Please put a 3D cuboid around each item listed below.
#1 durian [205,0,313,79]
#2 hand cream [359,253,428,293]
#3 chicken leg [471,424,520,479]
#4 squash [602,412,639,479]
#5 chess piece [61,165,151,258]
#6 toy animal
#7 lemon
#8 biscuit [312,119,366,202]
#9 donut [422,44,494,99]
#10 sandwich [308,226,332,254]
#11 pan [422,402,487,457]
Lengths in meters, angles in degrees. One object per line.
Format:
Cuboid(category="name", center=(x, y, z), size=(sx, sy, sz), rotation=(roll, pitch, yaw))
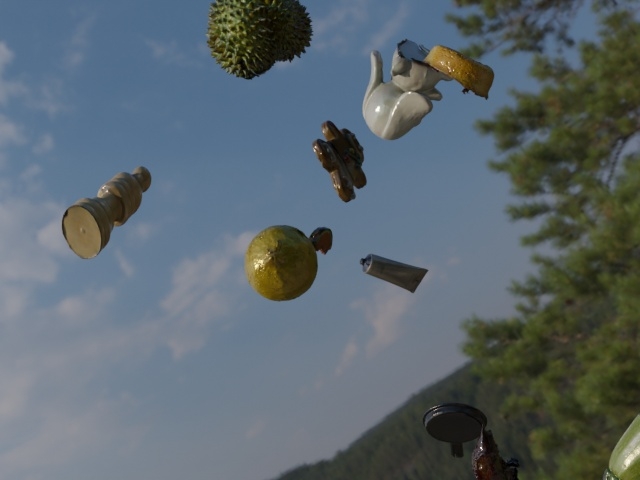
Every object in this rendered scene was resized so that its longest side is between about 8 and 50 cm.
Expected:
Cuboid(category="durian", center=(-0.159, -0.520, 2.165), size=(0.291, 0.225, 0.291), rotation=(-23, 13, 5))
Cuboid(category="hand cream", center=(0.191, 0.083, 2.395), size=(0.186, 0.054, 0.087), rotation=(19, -60, -17))
Cuboid(category="chicken leg", center=(0.363, 0.473, 1.830), size=(0.063, 0.105, 0.234), rotation=(-9, -40, 30))
Cuboid(category="squash", center=(0.465, 0.338, 1.324), size=(0.132, 0.105, 0.105), rotation=(-44, -18, 11))
Cuboid(category="chess piece", center=(-0.522, -0.091, 2.258), size=(0.124, 0.139, 0.307), rotation=(-19, 20, 32))
Cuboid(category="toy animal", center=(0.236, -0.420, 2.508), size=(0.174, 0.249, 0.289), rotation=(-7, -70, -40))
Cuboid(category="lemon", center=(-0.091, 0.052, 2.034), size=(0.173, 0.173, 0.206), rotation=(-29, -16, -4))
Cuboid(category="biscuit", center=(0.062, -0.218, 2.278), size=(0.049, 0.197, 0.301), rotation=(-24, 12, 20))
Cuboid(category="donut", center=(0.325, -0.404, 2.083), size=(0.146, 0.181, 0.078), rotation=(1, -56, -58))
Cuboid(category="sandwich", center=(0.001, -0.001, 2.183), size=(0.135, 0.029, 0.067), rotation=(15, -88, -73))
Cuboid(category="pan", center=(0.291, 0.420, 1.908), size=(0.136, 0.028, 0.235), rotation=(-2, -40, 11))
